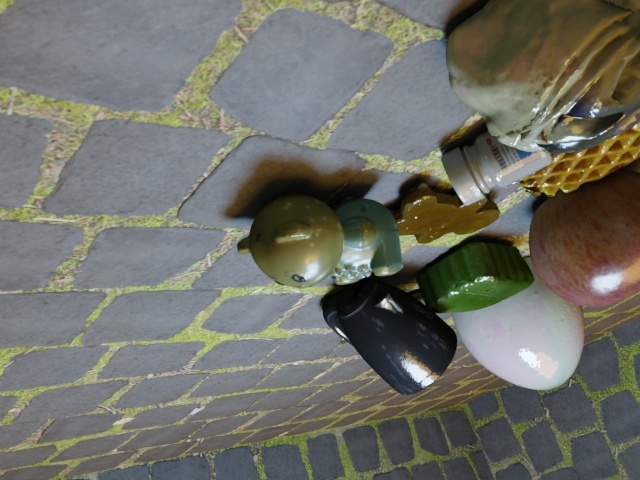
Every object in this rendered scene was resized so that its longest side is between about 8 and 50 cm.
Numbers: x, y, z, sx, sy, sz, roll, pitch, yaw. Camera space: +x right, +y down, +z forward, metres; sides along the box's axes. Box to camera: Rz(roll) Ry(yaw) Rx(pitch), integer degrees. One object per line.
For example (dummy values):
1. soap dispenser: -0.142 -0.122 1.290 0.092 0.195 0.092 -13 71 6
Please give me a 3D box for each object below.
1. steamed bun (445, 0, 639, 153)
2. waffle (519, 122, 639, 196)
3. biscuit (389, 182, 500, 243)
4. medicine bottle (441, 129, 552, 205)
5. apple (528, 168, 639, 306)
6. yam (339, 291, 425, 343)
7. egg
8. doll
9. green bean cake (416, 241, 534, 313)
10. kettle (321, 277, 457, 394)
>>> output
1. steamed bun: 0.346 -0.228 0.941 0.320 0.206 0.275 -22 154 -3
2. waffle: 0.514 -0.177 1.336 0.302 0.068 0.325 -33 151 28
3. biscuit: 0.249 -0.054 1.425 0.301 0.049 0.197 0 154 -37
4. medicine bottle: 0.306 -0.142 1.212 0.168 0.105 0.105 -28 155 19
5. apple: 0.627 -0.017 1.539 0.344 0.269 0.345 -35 173 -5
6. yam: 0.193 0.204 1.907 0.317 0.067 0.071 -21 170 7
7. egg: 0.588 0.262 1.997 0.354 0.340 0.354 -17 155 -8
8. doll: 0.000 0.000 1.215 0.260 0.162 0.177 -2 172 -37
9. green bean cake: 0.394 0.095 1.762 0.248 0.125 0.222 7 147 -41
10. kettle: 0.140 0.216 1.700 0.290 0.207 0.268 40 145 -18
